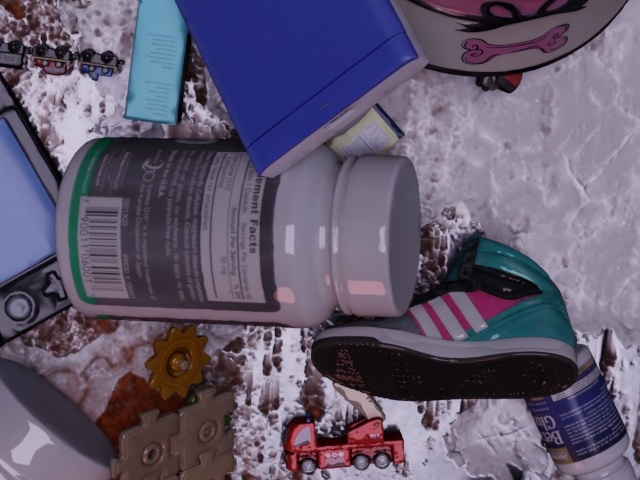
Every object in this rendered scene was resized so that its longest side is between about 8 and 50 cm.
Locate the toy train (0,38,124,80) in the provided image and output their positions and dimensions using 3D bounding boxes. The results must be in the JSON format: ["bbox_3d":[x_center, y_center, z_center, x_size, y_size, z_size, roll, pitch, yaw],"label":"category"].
[{"bbox_3d":[-0.304,-0.205,1.880,0.158,0.027,0.036,6,99,-3],"label":"toy train"}]

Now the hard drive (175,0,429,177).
[{"bbox_3d":[-0.044,-0.254,1.675,0.210,0.040,0.318,-35,68,25],"label":"hard drive"}]

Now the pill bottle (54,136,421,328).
[{"bbox_3d":[-0.084,-0.009,1.776,0.361,0.204,0.204,2,96,15],"label":"pill bottle"}]

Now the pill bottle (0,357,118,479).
[{"bbox_3d":[-0.421,0.334,1.831,0.224,0.224,0.392,42,93,-6],"label":"pill bottle"}]

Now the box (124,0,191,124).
[{"bbox_3d":[-0.173,-0.254,1.844,0.060,0.100,0.244,7,96,-3],"label":"box"}]

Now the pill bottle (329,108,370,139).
[{"bbox_3d":[-0.037,-0.219,1.812,0.121,0.121,0.216,-42,67,2],"label":"pill bottle"}]

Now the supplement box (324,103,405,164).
[{"bbox_3d":[0.044,-0.115,1.876,0.083,0.083,0.056,-41,95,1],"label":"supplement box"}]

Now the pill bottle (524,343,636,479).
[{"bbox_3d":[0.302,0.214,1.915,0.094,0.094,0.169,-26,96,0],"label":"pill bottle"}]

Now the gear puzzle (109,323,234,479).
[{"bbox_3d":[-0.173,0.248,1.852,0.175,0.044,0.339,-19,120,-39],"label":"gear puzzle"}]

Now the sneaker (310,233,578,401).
[{"bbox_3d":[0.143,0.078,1.864,0.295,0.178,0.124,2,139,7],"label":"sneaker"}]

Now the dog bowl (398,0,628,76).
[{"bbox_3d":[0.173,-0.390,1.756,0.408,0.150,0.408,1,75,-4],"label":"dog bowl"}]

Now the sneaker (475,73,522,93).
[{"bbox_3d":[0.137,-0.289,1.856,0.276,0.097,0.135,35,93,-7],"label":"sneaker"}]

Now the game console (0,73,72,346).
[{"bbox_3d":[-0.408,-0.013,1.822,0.250,0.173,0.293,-29,97,1],"label":"game console"}]

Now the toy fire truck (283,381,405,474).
[{"bbox_3d":[0.049,0.198,1.926,0.192,0.047,0.135,-4,96,-1],"label":"toy fire truck"}]
